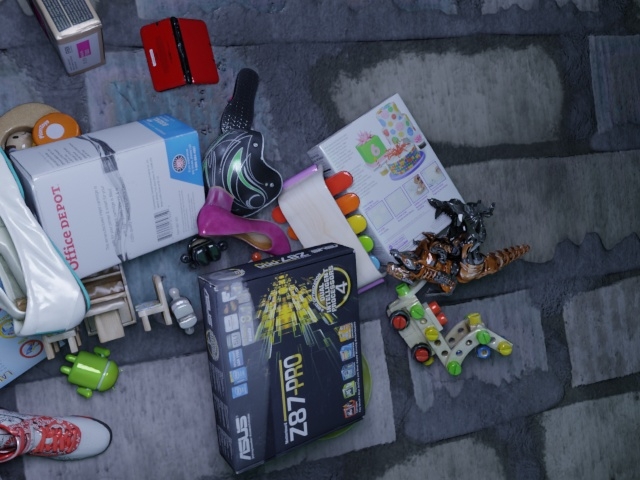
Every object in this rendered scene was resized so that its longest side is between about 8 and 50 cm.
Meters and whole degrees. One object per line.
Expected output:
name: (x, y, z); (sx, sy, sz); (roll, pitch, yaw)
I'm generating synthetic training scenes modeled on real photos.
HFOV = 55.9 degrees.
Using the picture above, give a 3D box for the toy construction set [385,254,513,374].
toy construction set: (0.282, 0.175, 1.426); (0.215, 0.151, 0.327); (-32, 91, 8)

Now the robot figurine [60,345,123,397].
robot figurine: (-0.462, 0.264, 1.216); (0.115, 0.067, 0.101); (23, 73, -17)

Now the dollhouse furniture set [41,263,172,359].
dollhouse furniture set: (-0.415, 0.101, 1.144); (0.212, 0.242, 0.161); (-15, 93, -19)

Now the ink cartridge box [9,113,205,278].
ink cartridge box: (-0.384, -0.086, 1.135); (0.307, 0.129, 0.223); (-24, 132, -33)

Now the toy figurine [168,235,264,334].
toy figurine: (-0.208, 0.108, 1.272); (0.213, 0.148, 0.209); (21, 88, -19)

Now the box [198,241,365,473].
box: (-0.067, 0.226, 1.221); (0.318, 0.097, 0.394); (-12, 108, -30)

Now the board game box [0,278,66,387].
board game box: (-0.673, 0.162, 1.058); (0.308, 0.086, 0.302); (-36, 134, -16)

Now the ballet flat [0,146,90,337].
ballet flat: (-0.518, -0.021, 0.955); (0.139, 0.139, 0.400); (-32, 86, -17)

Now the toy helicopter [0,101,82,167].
toy helicopter: (-0.615, -0.116, 1.134); (0.235, 0.140, 0.355); (28, 71, 2)

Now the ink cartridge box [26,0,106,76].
ink cartridge box: (-0.493, -0.440, 1.136); (0.088, 0.235, 0.193); (-29, 97, -17)

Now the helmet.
helmet: (-0.173, -0.149, 1.275); (0.169, 0.169, 0.161); (-44, 119, -15)

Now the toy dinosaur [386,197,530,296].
toy dinosaur: (0.306, 0.018, 1.353); (0.322, 0.164, 0.218); (-5, 100, -34)

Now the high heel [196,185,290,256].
high heel: (-0.151, -0.001, 1.228); (0.244, 0.082, 0.117); (45, 42, -40)

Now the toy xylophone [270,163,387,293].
toy xylophone: (0.000, 0.000, 1.351); (0.236, 0.081, 0.322); (-20, 104, 15)

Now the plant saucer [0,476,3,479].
plant saucer: (-0.680, 0.433, 1.047); (0.401, 0.100, 0.400); (5, 124, 8)

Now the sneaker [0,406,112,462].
sneaker: (-0.537, 0.382, 1.146); (0.270, 0.145, 0.090); (17, 83, -18)

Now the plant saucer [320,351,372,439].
plant saucer: (0.001, 0.332, 1.386); (0.241, 0.037, 0.240); (0, 89, -19)

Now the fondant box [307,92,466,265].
fondant box: (0.161, -0.139, 1.423); (0.238, 0.096, 0.330); (-36, 101, -16)

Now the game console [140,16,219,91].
game console: (-0.306, -0.402, 1.314); (0.124, 0.085, 0.144); (-13, 93, 13)

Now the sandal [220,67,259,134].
sandal: (-0.179, -0.301, 1.346); (0.067, 0.040, 0.179); (22, 67, -22)
